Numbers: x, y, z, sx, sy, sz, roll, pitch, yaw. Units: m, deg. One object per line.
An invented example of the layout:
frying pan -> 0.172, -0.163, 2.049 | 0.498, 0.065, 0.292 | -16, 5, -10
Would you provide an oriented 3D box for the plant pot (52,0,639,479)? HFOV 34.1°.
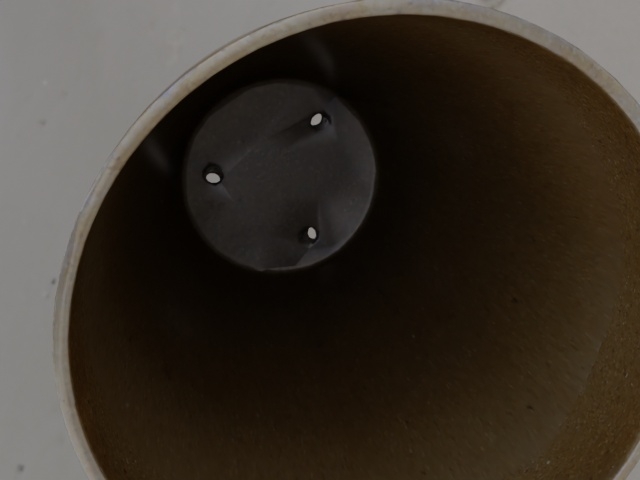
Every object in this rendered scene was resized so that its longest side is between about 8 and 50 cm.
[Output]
plant pot -> 0.000, 0.000, 0.489 | 0.237, 0.237, 0.254 | -57, 19, 7
